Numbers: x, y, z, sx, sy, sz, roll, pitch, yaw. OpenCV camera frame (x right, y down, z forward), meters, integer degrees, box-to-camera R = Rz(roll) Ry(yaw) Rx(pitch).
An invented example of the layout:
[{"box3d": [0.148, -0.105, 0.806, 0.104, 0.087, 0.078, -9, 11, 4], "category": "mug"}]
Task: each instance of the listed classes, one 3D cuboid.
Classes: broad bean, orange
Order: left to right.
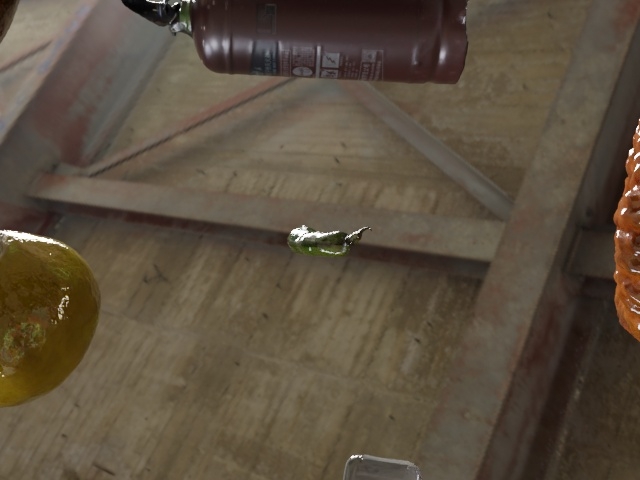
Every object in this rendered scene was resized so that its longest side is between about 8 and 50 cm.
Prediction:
[{"box3d": [-0.471, 0.111, 1.201, 0.279, 0.235, 0.279, -22, -140, 20], "category": "orange"}, {"box3d": [-0.005, 0.001, 1.039, 0.069, 0.039, 0.227, -14, -173, -20], "category": "broad bean"}]

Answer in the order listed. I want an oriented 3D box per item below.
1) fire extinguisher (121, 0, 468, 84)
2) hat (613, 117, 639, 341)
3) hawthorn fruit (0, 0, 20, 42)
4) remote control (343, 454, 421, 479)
[{"box3d": [-0.021, -0.225, 0.809, 0.338, 0.135, 0.114, 2, -92, -2], "category": "fire extinguisher"}, {"box3d": [0.501, 0.000, 0.794, 0.401, 0.285, 0.285, 8, -118, 27], "category": "hat"}, {"box3d": [-0.386, -0.193, 0.607, 0.268, 0.267, 0.300, 4, -121, 37], "category": "hawthorn fruit"}, {"box3d": [0.034, 0.310, 0.648, 0.067, 0.029, 0.260, 6, -108, 12], "category": "remote control"}]
